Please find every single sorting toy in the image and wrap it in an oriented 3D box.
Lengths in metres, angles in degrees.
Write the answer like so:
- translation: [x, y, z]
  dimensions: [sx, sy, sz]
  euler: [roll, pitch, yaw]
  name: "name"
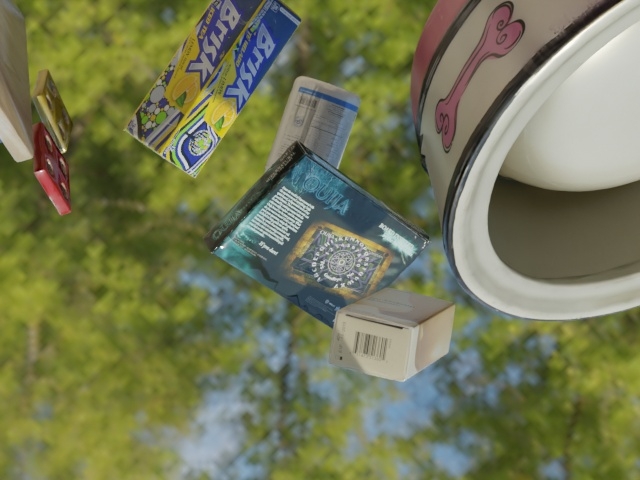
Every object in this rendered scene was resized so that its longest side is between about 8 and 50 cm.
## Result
- translation: [-0.230, -0.128, 1.209]
  dimensions: [0.046, 0.274, 0.132]
  euler: [-17, -129, 8]
  name: "sorting toy"

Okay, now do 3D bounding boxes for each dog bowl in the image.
- translation: [0.249, -0.124, 1.431]
  dimensions: [0.408, 0.408, 0.150]
  euler: [-37, -126, 13]
  name: "dog bowl"

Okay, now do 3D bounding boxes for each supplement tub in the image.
- translation: [-0.008, -0.101, 1.848]
  dimensions: [0.071, 0.071, 0.107]
  euler: [22, -87, 64]
  name: "supplement tub"

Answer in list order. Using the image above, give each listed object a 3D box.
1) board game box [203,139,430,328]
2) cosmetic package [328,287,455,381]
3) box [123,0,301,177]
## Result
- translation: [0.000, 0.000, 1.713]
  dimensions: [0.126, 0.186, 0.026]
  euler: [-46, -139, 11]
  name: "board game box"
- translation: [0.053, 0.066, 1.349]
  dimensions: [0.060, 0.041, 0.115]
  euler: [12, -169, 16]
  name: "cosmetic package"
- translation: [-0.093, -0.144, 1.633]
  dimensions: [0.059, 0.054, 0.169]
  euler: [34, -90, 41]
  name: "box"
